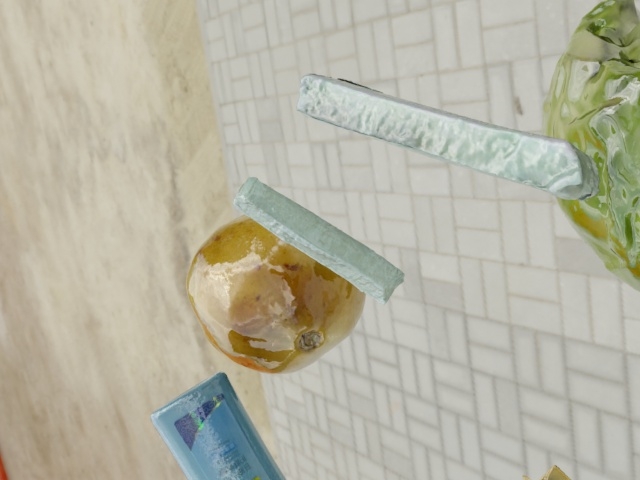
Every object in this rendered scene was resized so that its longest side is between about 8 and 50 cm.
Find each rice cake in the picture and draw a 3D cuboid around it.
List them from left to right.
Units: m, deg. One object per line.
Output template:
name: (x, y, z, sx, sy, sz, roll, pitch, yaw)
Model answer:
rice cake: (0.000, 0.001, 0.653, 0.171, 0.033, 0.029, 33, 149, -8)
rice cake: (0.074, -0.069, 0.465, 0.211, 0.043, 0.034, 24, 102, 34)

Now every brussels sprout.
brussels sprout: (0.461, -0.086, 0.829, 0.425, 0.343, 0.361, 50, 163, 55)

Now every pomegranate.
pomegranate: (-0.060, 0.066, 0.952, 0.233, 0.233, 0.233, 33, 131, 47)

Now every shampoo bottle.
shampoo bottle: (-0.095, 0.291, 0.873, 0.258, 0.104, 0.061, 59, 164, 1)

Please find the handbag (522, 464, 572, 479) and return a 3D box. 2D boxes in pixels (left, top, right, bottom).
handbag: (0.158, 0.197, 0.474, 0.061, 0.083, 0.027, 43, 127, -18)
